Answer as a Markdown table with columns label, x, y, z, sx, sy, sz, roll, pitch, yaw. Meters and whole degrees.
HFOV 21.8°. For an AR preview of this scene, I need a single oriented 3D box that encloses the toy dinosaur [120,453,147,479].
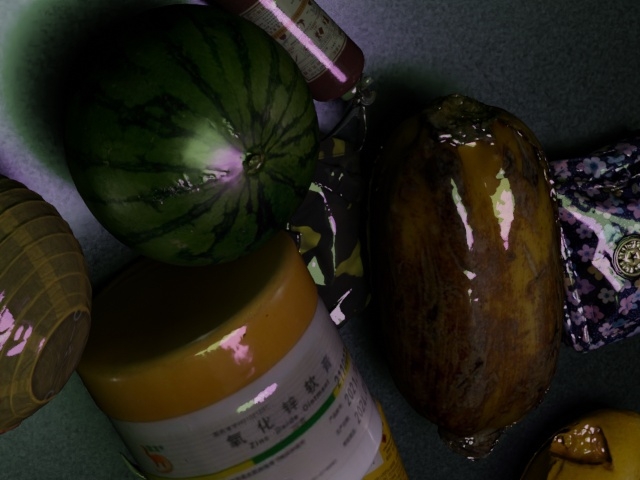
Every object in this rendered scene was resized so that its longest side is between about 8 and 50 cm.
| label | x | y | z | sx | sy | sz | roll | pitch | yaw |
| --- | --- | --- | --- | --- | --- | --- | --- | --- | --- |
| toy dinosaur | -0.135 | 0.275 | 1.741 | 0.180 | 0.037 | 0.058 | 27 | 71 | -34 |

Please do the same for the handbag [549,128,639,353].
| label | x | y | z | sx | sy | sz | roll | pitch | yaw |
| --- | --- | --- | --- | --- | --- | --- | --- | --- | --- |
| handbag | 0.332 | 0.004 | 1.801 | 0.208 | 0.127 | 0.228 | -19 | 103 | -14 |

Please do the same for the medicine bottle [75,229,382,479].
| label | x | y | z | sx | sy | sz | roll | pitch | yaw |
| --- | --- | --- | --- | --- | --- | --- | --- | --- | --- |
| medicine bottle | -0.087 | 0.138 | 1.603 | 0.238 | 0.238 | 0.232 | -33 | 116 | -10 |

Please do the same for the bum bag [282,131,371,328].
| label | x | y | z | sx | sy | sz | roll | pitch | yaw |
| --- | --- | --- | --- | --- | --- | --- | --- | --- | --- |
| bum bag | 0.000 | 0.000 | 1.696 | 0.107 | 0.060 | 0.232 | -13 | 115 | -20 |

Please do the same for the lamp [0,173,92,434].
| label | x | y | z | sx | sy | sz | roll | pitch | yaw |
| --- | --- | --- | --- | --- | --- | --- | --- | --- | --- |
| lamp | -0.345 | 0.045 | 1.484 | 0.284 | 0.250 | 0.250 | 27 | 96 | 14 |

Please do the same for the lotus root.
| label | x | y | z | sx | sy | sz | roll | pitch | yaw |
| --- | --- | --- | --- | --- | --- | --- | --- | --- | --- |
| lotus root | 0.151 | 0.043 | 1.701 | 0.196 | 0.179 | 0.397 | -7 | 117 | -6 |

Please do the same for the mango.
| label | x | y | z | sx | sy | sz | roll | pitch | yaw |
| --- | --- | --- | --- | --- | --- | --- | --- | --- | --- |
| mango | 0.293 | 0.311 | 1.879 | 0.167 | 0.130 | 0.262 | 16 | 95 | -28 |

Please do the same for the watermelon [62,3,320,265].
| label | x | y | z | sx | sy | sz | roll | pitch | yaw |
| --- | --- | --- | --- | --- | --- | --- | --- | --- | --- |
| watermelon | -0.117 | -0.095 | 1.518 | 0.242 | 0.242 | 0.242 | -7 | 108 | -21 |

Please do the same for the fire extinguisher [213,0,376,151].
| label | x | y | z | sx | sy | sz | roll | pitch | yaw |
| --- | --- | --- | --- | --- | --- | --- | --- | --- | --- |
| fire extinguisher | -0.023 | -0.183 | 1.622 | 0.231 | 0.071 | 0.099 | 45 | 68 | -27 |

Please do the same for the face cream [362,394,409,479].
| label | x | y | z | sx | sy | sz | roll | pitch | yaw |
| --- | --- | --- | --- | --- | --- | --- | --- | --- | --- |
| face cream | 0.071 | 0.334 | 1.804 | 0.105 | 0.105 | 0.348 | -27 | 114 | -13 |
